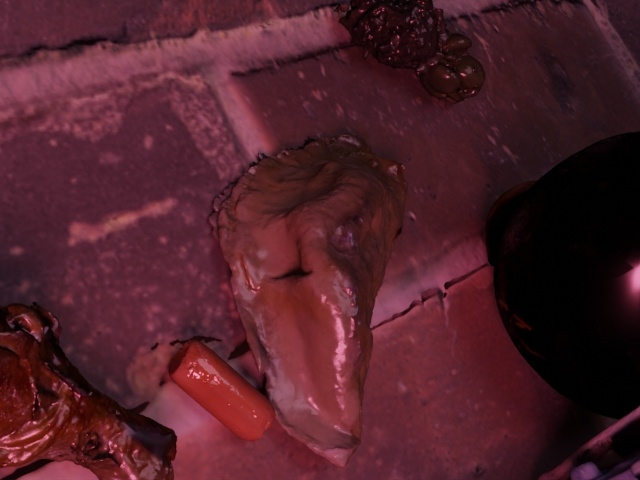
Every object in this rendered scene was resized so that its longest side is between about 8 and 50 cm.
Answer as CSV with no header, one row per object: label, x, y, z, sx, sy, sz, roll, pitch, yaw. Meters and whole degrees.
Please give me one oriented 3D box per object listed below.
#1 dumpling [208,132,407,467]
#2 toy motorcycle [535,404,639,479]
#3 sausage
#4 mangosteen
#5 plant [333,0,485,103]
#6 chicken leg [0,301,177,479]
dumpling,0.005,0.000,0.969,0.166,0.086,0.332,39,37,-24
toy motorcycle,0.321,0.173,0.989,0.182,0.319,0.241,60,21,-6
sausage,-0.066,0.103,0.858,0.083,0.034,0.034,43,40,-18
mangosteen,0.274,0.019,1.133,0.275,0.275,0.302,28,11,-31
plant,0.093,-0.185,1.195,0.174,0.085,0.087,31,84,-34
chicken leg,-0.169,0.095,0.733,0.196,0.080,0.125,17,62,-48
